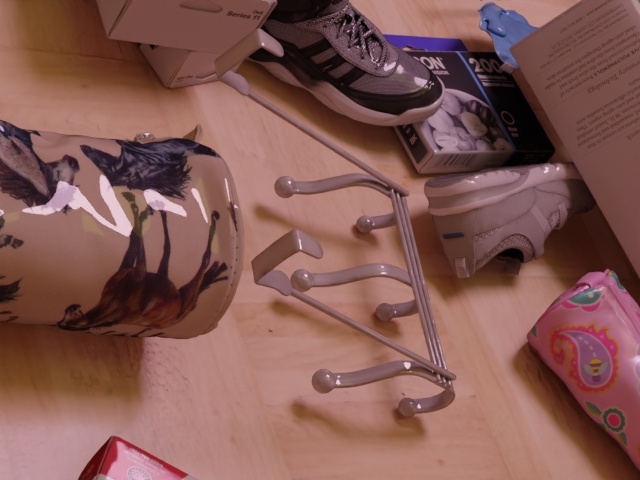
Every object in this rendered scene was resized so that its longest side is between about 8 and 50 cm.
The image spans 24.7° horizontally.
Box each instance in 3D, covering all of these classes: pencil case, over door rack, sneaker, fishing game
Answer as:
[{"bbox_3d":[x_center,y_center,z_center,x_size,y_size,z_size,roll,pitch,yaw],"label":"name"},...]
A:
[{"bbox_3d":[0.334,0.164,1.466,0.124,0.124,0.284,-24,71,-47],"label":"pencil case"},{"bbox_3d":[0.000,0.000,1.298,0.324,0.108,0.240,44,27,-50],"label":"over door rack"},{"bbox_3d":[0.022,-0.223,1.510,0.268,0.153,0.101,25,52,-4],"label":"sneaker"},{"bbox_3d":[-0.267,-0.030,1.131,0.410,0.160,0.184,10,50,-32],"label":"pencil case"},{"bbox_3d":[0.206,-0.022,1.573,0.281,0.105,0.115,-9,95,-47],"label":"sneaker"},{"bbox_3d":[0.255,-0.212,1.744,0.264,0.041,0.189,52,30,19],"label":"fishing game"}]

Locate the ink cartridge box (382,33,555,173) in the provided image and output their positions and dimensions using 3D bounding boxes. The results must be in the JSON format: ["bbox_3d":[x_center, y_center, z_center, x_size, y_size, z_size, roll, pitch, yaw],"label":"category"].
[{"bbox_3d":[0.147,-0.170,1.673,0.206,0.045,0.208,-5,56,-41],"label":"ink cartridge box"}]

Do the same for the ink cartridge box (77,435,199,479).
[{"bbox_3d":[-0.135,0.249,1.054,0.127,0.072,0.175,31,41,-13],"label":"ink cartridge box"}]

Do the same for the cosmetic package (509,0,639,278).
[{"bbox_3d":[0.383,-0.100,1.598,0.366,0.155,0.197,59,31,2],"label":"cosmetic package"}]

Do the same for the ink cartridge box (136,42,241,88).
[{"bbox_3d":[-0.144,-0.228,1.484,0.099,0.056,0.135,-18,68,-46],"label":"ink cartridge box"}]

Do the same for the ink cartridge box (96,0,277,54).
[{"bbox_3d":[-0.149,-0.289,1.421,0.153,0.087,0.208,4,52,-34],"label":"ink cartridge box"}]
